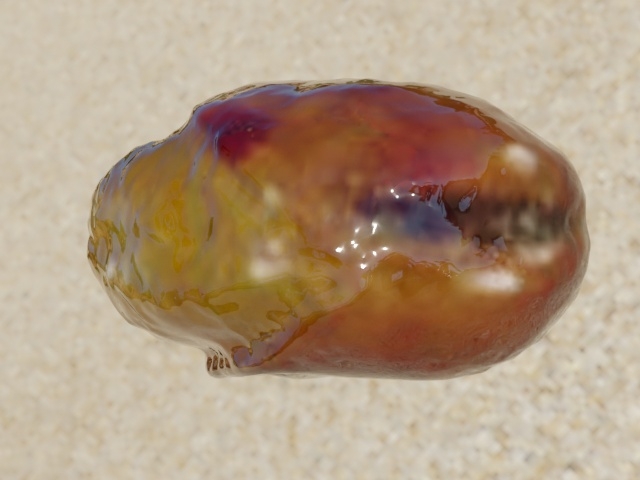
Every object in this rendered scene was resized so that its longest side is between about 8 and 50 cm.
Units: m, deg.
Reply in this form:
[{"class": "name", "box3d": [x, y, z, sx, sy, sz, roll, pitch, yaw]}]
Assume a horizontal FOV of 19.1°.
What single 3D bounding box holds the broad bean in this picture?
[{"class": "broad bean", "box3d": [0.002, -0.003, 0.766, 0.228, 0.156, 0.122, 1, 90, 50]}]
